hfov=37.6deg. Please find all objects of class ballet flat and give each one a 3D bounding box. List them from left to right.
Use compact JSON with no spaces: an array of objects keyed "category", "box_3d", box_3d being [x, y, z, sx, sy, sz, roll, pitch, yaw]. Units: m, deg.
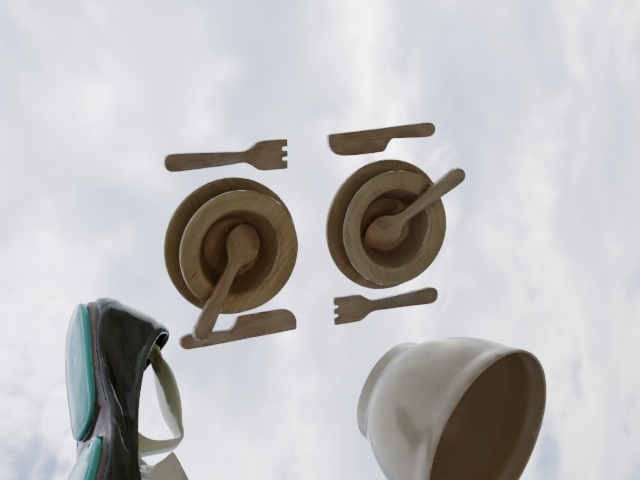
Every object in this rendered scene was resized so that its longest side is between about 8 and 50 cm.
[{"category":"ballet flat","box_3d":[-0.145,0.157,0.695,0.096,0.095,0.280,16,-136,-22]}]

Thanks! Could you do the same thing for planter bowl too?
[{"category":"planter bowl","box_3d":[0.101,0.149,0.796,0.162,0.109,0.162,-21,-58,-39]}]

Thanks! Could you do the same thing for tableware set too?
[{"category":"tableware set","box_3d":[0.000,0.000,0.589,0.194,0.039,0.128,-9,-75,-23]}]
